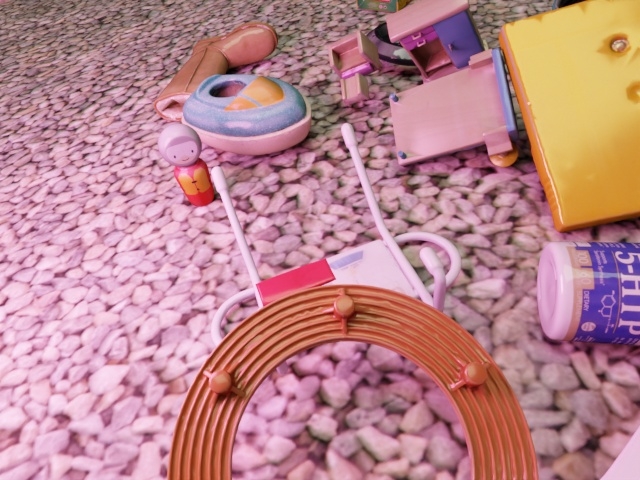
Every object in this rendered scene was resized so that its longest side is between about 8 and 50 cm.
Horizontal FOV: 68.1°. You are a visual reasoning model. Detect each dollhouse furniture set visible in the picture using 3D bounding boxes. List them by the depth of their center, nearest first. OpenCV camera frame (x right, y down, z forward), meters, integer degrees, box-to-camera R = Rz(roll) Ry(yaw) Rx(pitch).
[{"bbox_3d":[0.197,-0.235,0.861,0.286,0.198,0.303,-15,74,28],"label":"dollhouse furniture set"}]

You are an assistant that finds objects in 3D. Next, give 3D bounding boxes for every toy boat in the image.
[{"bbox_3d":[-0.165,-0.211,0.854,0.267,0.148,0.318,12,50,22],"label":"toy boat"}]

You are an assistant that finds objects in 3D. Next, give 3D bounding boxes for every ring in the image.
[{"bbox_3d":[0.027,0.197,0.424,0.336,0.032,0.337,-1,65,1],"label":"ring"}]

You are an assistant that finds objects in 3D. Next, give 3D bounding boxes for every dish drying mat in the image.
[{"bbox_3d":[-0.027,0.046,0.514,0.083,0.008,0.032,-20,51,-9],"label":"dish drying mat"}]

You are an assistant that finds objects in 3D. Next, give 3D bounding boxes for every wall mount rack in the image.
[{"bbox_3d":[0.000,0.000,0.630,0.350,0.130,0.304,-19,46,-7],"label":"wall mount rack"}]

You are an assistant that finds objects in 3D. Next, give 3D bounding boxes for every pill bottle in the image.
[{"bbox_3d":[0.346,0.058,0.514,0.186,0.112,0.112,1,47,13],"label":"pill bottle"}]

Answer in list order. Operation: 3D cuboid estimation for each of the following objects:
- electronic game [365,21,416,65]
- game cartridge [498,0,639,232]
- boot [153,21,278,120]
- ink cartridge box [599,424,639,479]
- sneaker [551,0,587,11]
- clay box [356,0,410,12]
[{"bbox_3d":[0.215,-0.448,1.069,0.229,0.048,0.229,-1,44,1],"label":"electronic game"},{"bbox_3d":[0.434,-0.194,0.660,0.285,0.052,0.324,-12,77,11],"label":"game cartridge"},{"bbox_3d":[-0.228,-0.384,1.082,0.236,0.089,0.269,-9,44,20],"label":"boot"},{"bbox_3d":[0.341,0.122,0.325,0.306,0.226,0.131,-44,40,-11],"label":"ink cartridge box"},{"bbox_3d":[0.543,-0.430,0.892,0.295,0.178,0.124,-25,47,-12],"label":"sneaker"},{"bbox_3d":[0.208,-0.709,1.317,0.127,0.053,0.222,20,55,27],"label":"clay box"}]
